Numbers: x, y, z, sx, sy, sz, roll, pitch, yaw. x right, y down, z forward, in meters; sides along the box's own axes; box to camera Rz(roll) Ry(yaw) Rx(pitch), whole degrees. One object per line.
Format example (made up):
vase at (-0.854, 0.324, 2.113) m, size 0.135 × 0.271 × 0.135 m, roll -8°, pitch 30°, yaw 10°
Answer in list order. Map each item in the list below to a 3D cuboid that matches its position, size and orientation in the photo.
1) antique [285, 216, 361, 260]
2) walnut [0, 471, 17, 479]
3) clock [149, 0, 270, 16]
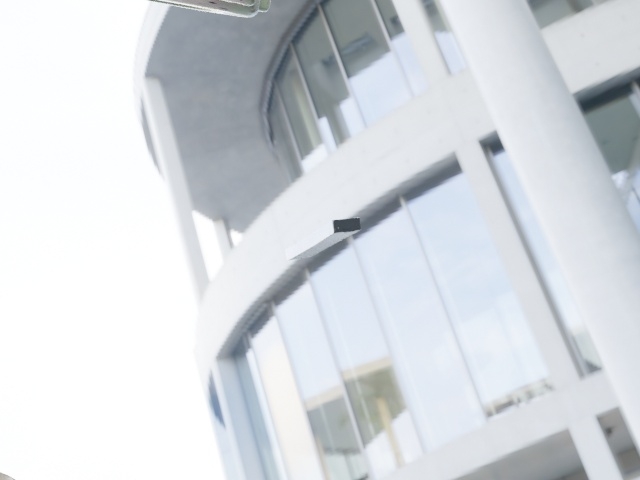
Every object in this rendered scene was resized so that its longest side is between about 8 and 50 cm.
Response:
antique at (0.000, 0.000, 1.050) m, size 0.031 × 0.015 × 0.192 m, roll -9°, pitch -6°, yaw -17°
walnut at (-0.473, 0.498, 1.333) m, size 0.384 × 0.383 × 0.383 m, roll -14°, pitch -27°, yaw -7°
clock at (-0.250, -0.476, 1.784) m, size 0.309 × 0.114 × 0.284 m, roll 11°, pitch 9°, yaw 4°
